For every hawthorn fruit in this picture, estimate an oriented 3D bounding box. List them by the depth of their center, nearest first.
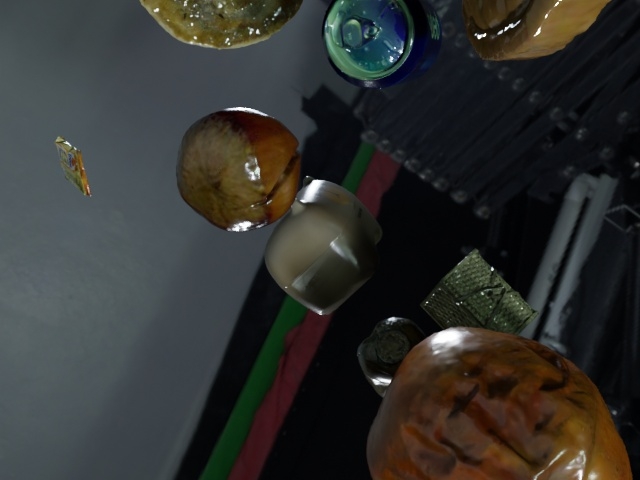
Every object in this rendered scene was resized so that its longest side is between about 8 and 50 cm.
[{"bbox_3d":[0.315,0.363,1.217,0.472,0.471,0.472,-49,-157,29],"label":"hawthorn fruit"}]

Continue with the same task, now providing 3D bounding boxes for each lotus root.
[{"bbox_3d":[0.166,0.259,1.514,0.152,0.160,0.275,-39,161,-9],"label":"lotus root"}]

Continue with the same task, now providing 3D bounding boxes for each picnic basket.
[{"bbox_3d":[0.347,0.142,1.509,0.134,0.196,0.154,-34,165,-30],"label":"picnic basket"}]

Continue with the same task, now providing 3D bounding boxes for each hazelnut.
[{"bbox_3d":[-0.117,-0.118,1.098,0.208,0.208,0.208,-49,-157,29],"label":"hazelnut"}]

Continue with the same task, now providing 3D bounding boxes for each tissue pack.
[{"bbox_3d":[0.000,0.000,1.871,0.267,0.277,0.387,-47,-174,20],"label":"tissue pack"}]

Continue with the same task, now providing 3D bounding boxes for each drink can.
[{"bbox_3d":[0.074,-0.234,0.797,0.118,0.118,0.205,-53,178,20],"label":"drink can"}]

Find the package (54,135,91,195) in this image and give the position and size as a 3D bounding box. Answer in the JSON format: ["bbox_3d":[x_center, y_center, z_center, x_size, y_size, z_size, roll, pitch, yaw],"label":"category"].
[{"bbox_3d":[-0.537,-0.163,1.511,0.120,0.031,0.108,32,-44,44],"label":"package"}]

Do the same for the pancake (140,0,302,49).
[{"bbox_3d":[-0.169,-0.487,1.127,0.065,0.356,0.356,23,-97,47],"label":"pancake"}]

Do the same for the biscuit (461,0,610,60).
[{"bbox_3d":[0.163,-0.313,0.497,0.385,0.062,0.365,-114,-149,-85],"label":"biscuit"}]
